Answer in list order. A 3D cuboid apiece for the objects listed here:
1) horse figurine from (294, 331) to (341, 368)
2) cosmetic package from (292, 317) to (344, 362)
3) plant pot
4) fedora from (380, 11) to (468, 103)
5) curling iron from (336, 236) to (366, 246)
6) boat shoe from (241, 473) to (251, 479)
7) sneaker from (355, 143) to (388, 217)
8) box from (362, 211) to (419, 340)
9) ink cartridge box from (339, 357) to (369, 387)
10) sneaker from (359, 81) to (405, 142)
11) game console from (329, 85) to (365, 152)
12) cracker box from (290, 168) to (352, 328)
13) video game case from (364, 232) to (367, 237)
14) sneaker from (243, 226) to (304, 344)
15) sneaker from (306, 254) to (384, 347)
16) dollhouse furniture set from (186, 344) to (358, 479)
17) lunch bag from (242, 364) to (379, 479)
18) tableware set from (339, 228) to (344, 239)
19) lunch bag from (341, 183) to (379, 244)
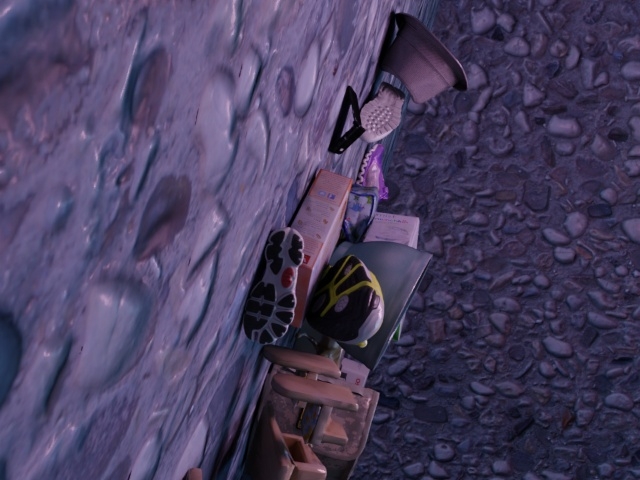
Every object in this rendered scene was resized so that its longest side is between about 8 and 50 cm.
[{"bbox_3d":[0.015,0.216,1.586,0.174,0.066,0.263,34,59,-43],"label":"horse figurine"},{"bbox_3d":[-0.004,0.302,1.721,0.153,0.129,0.296,83,26,-70],"label":"cosmetic package"},{"bbox_3d":[0.101,0.118,1.462,0.293,0.196,0.293,-59,169,-19],"label":"plant pot"},{"bbox_3d":[0.227,-0.409,1.530,0.124,0.244,0.275,-44,-171,12],"label":"fedora"},{"bbox_3d":[0.079,0.008,1.821,0.274,0.068,0.035,-8,114,-69],"label":"curling iron"},{"bbox_3d":[-0.127,0.556,1.549,0.258,0.095,0.084,-58,160,-61],"label":"boat shoe"},{"bbox_3d":[0.156,-0.164,1.901,0.095,0.105,0.236,28,79,-82],"label":"sneaker"},{"bbox_3d":[0.179,0.089,1.708,0.231,0.127,0.261,-61,156,-62],"label":"box"},{"bbox_3d":[0.023,0.415,1.904,0.087,0.209,0.152,-42,150,-76],"label":"ink cartridge box"},{"bbox_3d":[0.132,-0.280,1.514,0.094,0.090,0.235,-52,-177,41],"label":"sneaker"},{"bbox_3d":[0.045,-0.224,1.228,0.107,0.071,0.122,-43,177,10],"label":"game console"},{"bbox_3d":[-0.018,0.011,1.101,0.155,0.067,0.232,103,8,-46],"label":"cracker box"},{"bbox_3d":[0.128,-0.042,2.118,0.232,0.042,0.210,87,19,-53],"label":"video game case"},{"bbox_3d":[-0.059,0.066,0.927,0.071,0.068,0.169,99,9,-85],"label":"sneaker"},{"bbox_3d":[0.056,0.120,1.165,0.145,0.147,0.385,-53,-170,-4],"label":"sneaker"},{"bbox_3d":[-0.110,0.397,1.048,0.394,0.257,0.361,-135,-118,-74],"label":"dollhouse furniture set"},{"bbox_3d":[-0.020,0.403,1.398,0.169,0.236,0.286,-62,168,-58],"label":"lunch bag"},{"bbox_3d":[0.042,0.040,1.859,0.104,0.024,0.154,70,39,-79],"label":"tableware set"},{"bbox_3d":[0.102,-0.068,1.748,0.129,0.097,0.151,-53,151,-71],"label":"lunch bag"}]
